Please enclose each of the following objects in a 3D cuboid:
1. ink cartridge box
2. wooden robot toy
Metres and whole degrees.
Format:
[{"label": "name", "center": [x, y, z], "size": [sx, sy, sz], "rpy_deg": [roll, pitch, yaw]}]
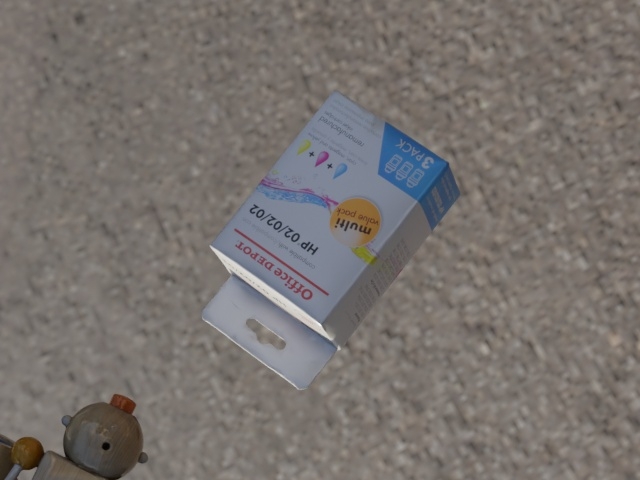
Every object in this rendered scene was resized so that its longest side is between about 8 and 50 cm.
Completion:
[{"label": "ink cartridge box", "center": [0.000, 0.000, 1.178], "size": [0.104, 0.181, 0.061], "rpy_deg": [34, 170, 22]}, {"label": "wooden robot toy", "center": [-0.113, 0.101, 0.765], "size": [0.173, 0.079, 0.076], "rpy_deg": [27, 177, -5]}]
